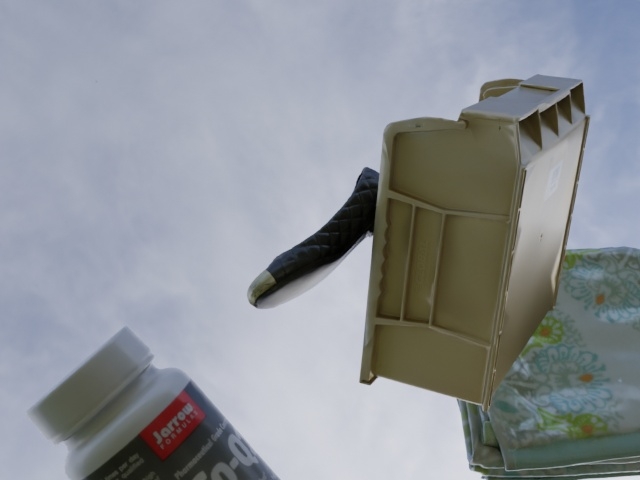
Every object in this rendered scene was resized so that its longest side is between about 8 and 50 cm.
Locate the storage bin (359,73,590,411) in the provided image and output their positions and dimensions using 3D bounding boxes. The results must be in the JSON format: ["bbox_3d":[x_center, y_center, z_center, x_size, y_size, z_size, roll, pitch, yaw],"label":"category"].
[{"bbox_3d":[0.155,-0.016,0.818,0.123,0.262,0.260,14,-68,25],"label":"storage bin"}]

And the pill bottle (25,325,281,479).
[{"bbox_3d":[-0.162,0.239,0.902,0.161,0.161,0.283,-41,-85,-4],"label":"pill bottle"}]

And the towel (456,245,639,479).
[{"bbox_3d":[0.334,0.144,1.096,0.374,0.321,0.090,-1,-40,-12],"label":"towel"}]

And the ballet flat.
[{"bbox_3d":[0.000,0.000,0.731,0.049,0.057,0.173,44,-118,14],"label":"ballet flat"}]
